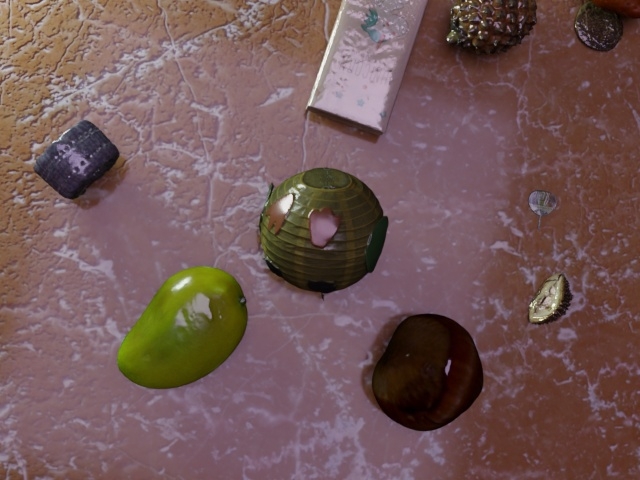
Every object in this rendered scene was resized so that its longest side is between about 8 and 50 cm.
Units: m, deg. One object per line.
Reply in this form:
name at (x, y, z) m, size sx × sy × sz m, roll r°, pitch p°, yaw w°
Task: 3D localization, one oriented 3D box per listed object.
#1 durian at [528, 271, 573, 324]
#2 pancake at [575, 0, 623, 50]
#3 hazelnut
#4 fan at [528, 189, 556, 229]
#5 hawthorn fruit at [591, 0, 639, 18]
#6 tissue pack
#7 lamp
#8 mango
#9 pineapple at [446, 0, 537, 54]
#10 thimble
durian at (0.484, 0.128, 1.789) m, size 0.066 × 0.052 × 0.130 m, roll 29°, pitch 78°, yaw 36°
pancake at (0.600, -0.461, 1.849) m, size 0.114 × 0.011 × 0.115 m, roll 1°, pitch 85°, yaw -6°
hazelnut at (0.215, 0.265, 1.676) m, size 0.229 × 0.229 × 0.230 m, roll 0°, pitch 86°, yaw -5°
fan at (0.459, -0.072, 1.811) m, size 0.060 × 0.003 × 0.080 m, roll 37°, pitch 83°, yaw -1°
hawthorn fruit at (0.640, -0.549, 1.784) m, size 0.189 × 0.189 × 0.189 m, roll 0°, pitch 86°, yaw -5°
tissue pack at (0.100, -0.394, 1.768) m, size 0.170 × 0.071 × 0.325 m, roll 18°, pitch 85°, yaw -5°
lamp at (0.000, 0.000, 1.661) m, size 0.250 × 0.250 × 0.284 m, roll 1°, pitch 124°, yaw -5°
mango at (-0.254, 0.175, 1.656) m, size 0.185 × 0.149 × 0.273 m, roll 36°, pitch 89°, yaw -9°
pineapple at (0.340, -0.450, 1.754) m, size 0.193 × 0.166 × 0.166 m, roll -30°, pitch 89°, yaw -4°
thimble at (-0.468, -0.154, 1.662) m, size 0.150 × 0.150 × 0.098 m, roll -45°, pitch 96°, yaw -7°
